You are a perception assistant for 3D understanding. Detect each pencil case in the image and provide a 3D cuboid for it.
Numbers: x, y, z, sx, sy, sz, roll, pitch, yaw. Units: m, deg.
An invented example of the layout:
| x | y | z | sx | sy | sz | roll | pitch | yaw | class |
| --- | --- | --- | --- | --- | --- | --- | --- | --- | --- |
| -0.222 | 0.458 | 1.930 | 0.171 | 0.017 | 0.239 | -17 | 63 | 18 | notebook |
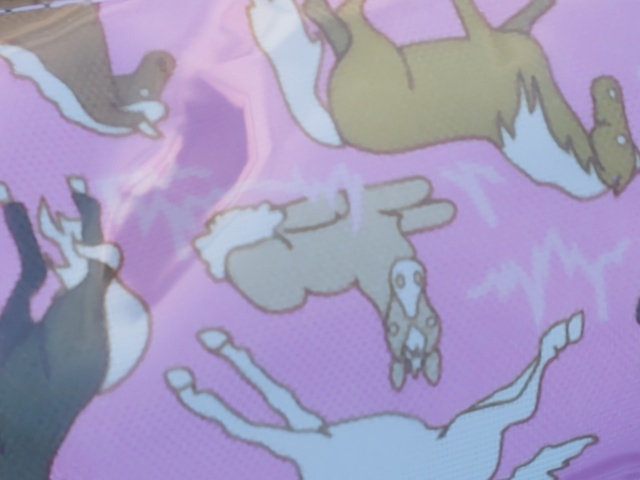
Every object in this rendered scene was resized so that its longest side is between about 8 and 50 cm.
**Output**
| x | y | z | sx | sy | sz | roll | pitch | yaw | class |
| --- | --- | --- | --- | --- | --- | --- | --- | --- | --- |
| 0.000 | 0.000 | 0.420 | 0.160 | 0.386 | 0.167 | 113 | -41 | -63 | pencil case |
